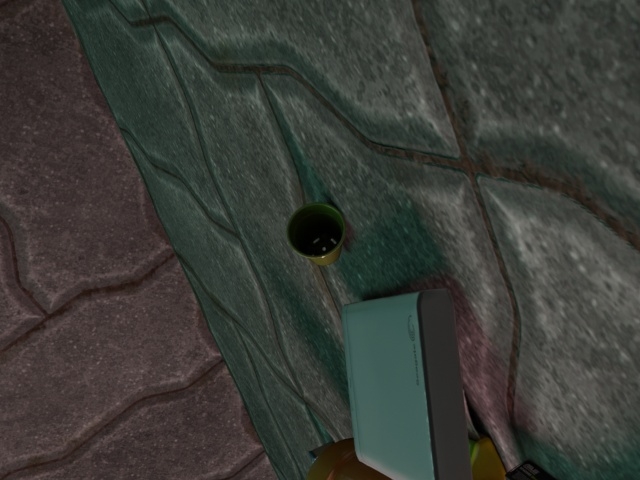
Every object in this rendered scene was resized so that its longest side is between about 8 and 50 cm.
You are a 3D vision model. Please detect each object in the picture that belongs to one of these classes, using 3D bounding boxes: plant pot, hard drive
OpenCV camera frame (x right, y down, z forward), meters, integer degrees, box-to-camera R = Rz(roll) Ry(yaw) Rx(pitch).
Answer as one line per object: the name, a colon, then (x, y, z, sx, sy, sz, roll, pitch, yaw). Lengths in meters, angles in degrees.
plant pot: (0.000, 0.000, 1.189, 0.083, 0.083, 0.079, 54, 174, 24)
hard drive: (0.097, 0.188, 1.078, 0.353, 0.047, 0.232, 151, 114, -76)
plant pot: (0.102, 0.459, 1.451, 0.188, 0.205, 0.205, -2, 116, 55)

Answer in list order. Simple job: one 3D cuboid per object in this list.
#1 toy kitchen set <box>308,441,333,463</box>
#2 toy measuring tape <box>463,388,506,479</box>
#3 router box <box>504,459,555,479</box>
toy kitchen set: (0.042, 0.593, 1.946, 0.207, 0.122, 0.166, 24, 140, 64)
toy measuring tape: (0.164, 0.285, 1.079, 0.330, 0.121, 0.121, 65, 164, -10)
router box: (0.268, 0.317, 0.949, 0.122, 0.038, 0.092, 29, 143, 62)
